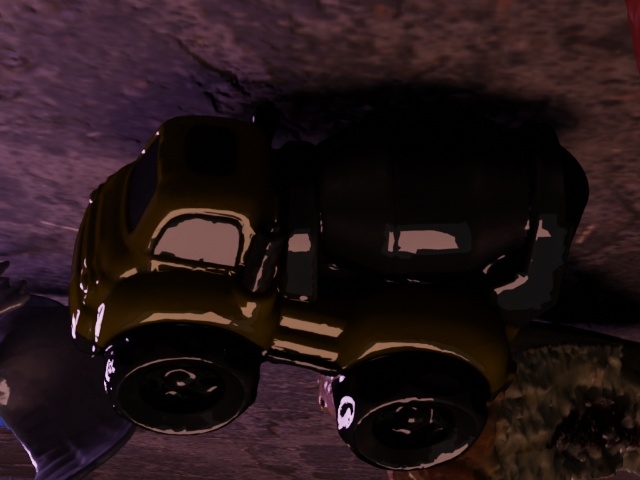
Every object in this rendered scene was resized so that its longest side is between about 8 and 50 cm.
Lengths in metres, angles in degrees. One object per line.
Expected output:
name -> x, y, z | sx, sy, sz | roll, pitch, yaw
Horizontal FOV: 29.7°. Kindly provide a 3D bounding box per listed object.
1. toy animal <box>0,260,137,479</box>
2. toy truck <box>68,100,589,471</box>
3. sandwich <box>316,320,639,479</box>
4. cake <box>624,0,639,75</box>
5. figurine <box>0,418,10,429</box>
toy animal -> -0.204, 0.096, 0.870 | 0.255, 0.239, 0.176 | -34, 131, -10
toy truck -> 0.000, 0.000, 0.569 | 0.224, 0.147, 0.165 | 8, 136, -12
sandwich -> 0.138, 0.106, 0.788 | 0.254, 0.099, 0.288 | 11, 180, -7
cake -> 0.177, -0.077, 0.239 | 0.177, 0.150, 0.283 | -5, 165, -9
figurine -> -0.306, 0.152, 1.206 | 0.077, 0.079, 0.136 | 43, 177, 16
